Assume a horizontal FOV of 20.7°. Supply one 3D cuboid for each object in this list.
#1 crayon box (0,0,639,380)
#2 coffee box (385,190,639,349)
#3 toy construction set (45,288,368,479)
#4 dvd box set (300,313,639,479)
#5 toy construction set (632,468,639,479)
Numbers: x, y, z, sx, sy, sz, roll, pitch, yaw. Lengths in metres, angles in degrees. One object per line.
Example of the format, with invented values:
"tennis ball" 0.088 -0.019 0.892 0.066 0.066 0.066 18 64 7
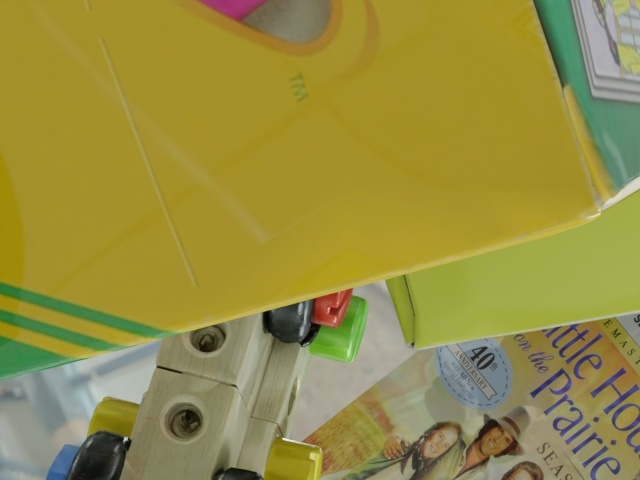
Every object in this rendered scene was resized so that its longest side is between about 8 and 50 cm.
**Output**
"crayon box" -0.105 -0.148 0.442 0.313 0.106 0.363 -17 -85 35
"coffee box" 0.187 -0.180 0.979 0.338 0.334 0.338 -12 -70 21
"toy construction set" -0.053 0.093 0.760 0.151 0.215 0.327 -1 -110 5
"dvd box set" 0.120 0.219 1.387 0.420 0.062 0.307 -38 -136 5
"toy construction set" 0.247 0.334 1.080 0.309 0.257 0.237 34 -73 12
